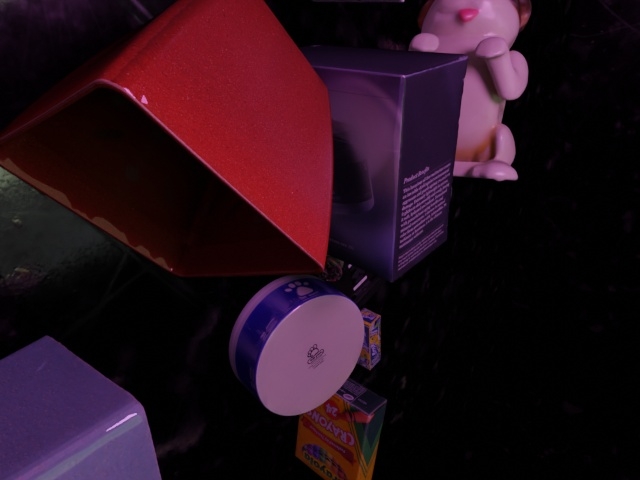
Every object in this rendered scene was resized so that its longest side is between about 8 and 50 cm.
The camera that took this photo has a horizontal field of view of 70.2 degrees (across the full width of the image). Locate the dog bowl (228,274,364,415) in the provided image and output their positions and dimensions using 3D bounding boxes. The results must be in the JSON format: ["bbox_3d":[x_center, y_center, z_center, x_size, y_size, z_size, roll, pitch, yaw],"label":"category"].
[{"bbox_3d":[-0.041,0.206,0.908,0.264,0.104,0.265,-17,118,-34],"label":"dog bowl"}]

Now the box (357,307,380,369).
[{"bbox_3d":[0.128,0.272,1.253,0.054,0.059,0.169,-35,133,-39],"label":"box"}]

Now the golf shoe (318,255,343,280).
[{"bbox_3d":[0.000,0.000,0.949,0.186,0.067,0.086,67,26,-43],"label":"golf shoe"}]

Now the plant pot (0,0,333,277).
[{"bbox_3d":[-0.134,-0.125,0.513,0.267,0.267,0.236,44,54,-40],"label":"plant pot"}]

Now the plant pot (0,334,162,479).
[{"bbox_3d":[-0.330,0.289,0.459,0.252,0.247,0.248,-25,117,-46],"label":"plant pot"}]

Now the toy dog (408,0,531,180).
[{"bbox_3d":[0.319,-0.342,0.975,0.395,0.284,0.408,-15,112,-56],"label":"toy dog"}]

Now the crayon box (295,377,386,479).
[{"bbox_3d":[0.041,0.492,1.131,0.081,0.202,0.319,-19,121,-47],"label":"crayon box"}]

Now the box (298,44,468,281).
[{"bbox_3d":[0.044,-0.139,0.722,0.182,0.296,0.294,-30,129,-41],"label":"box"}]

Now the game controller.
[{"bbox_3d":[0.082,0.089,1.110,0.319,0.067,0.167,-40,122,-35],"label":"game controller"}]

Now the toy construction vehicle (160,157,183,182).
[{"bbox_3d":[-0.184,-0.101,0.663,0.086,0.035,0.098,-49,141,-25],"label":"toy construction vehicle"}]
